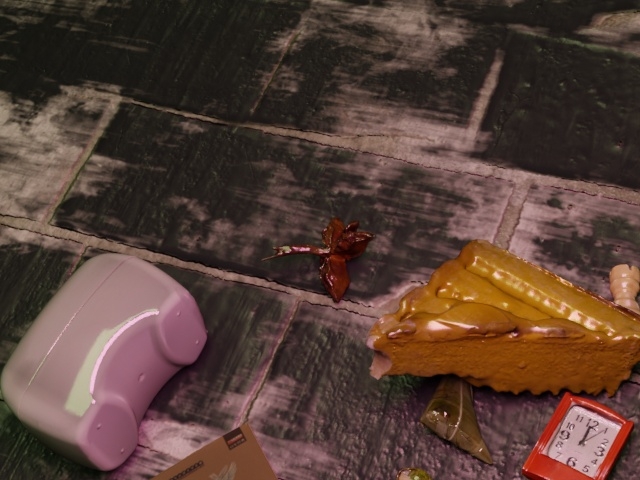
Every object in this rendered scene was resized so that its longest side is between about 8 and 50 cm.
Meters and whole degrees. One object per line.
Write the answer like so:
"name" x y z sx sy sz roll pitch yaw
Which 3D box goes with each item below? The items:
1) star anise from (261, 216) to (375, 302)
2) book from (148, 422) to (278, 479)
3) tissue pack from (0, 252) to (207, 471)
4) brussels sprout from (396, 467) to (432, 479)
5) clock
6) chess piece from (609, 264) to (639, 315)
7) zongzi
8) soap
"star anise" -0.003 0.009 1.888 0.140 0.144 0.158 -62 25 9
"book" -0.148 0.439 1.662 0.217 0.021 0.310 -31 42 -6
"tissue pack" -0.369 0.189 1.799 0.236 0.229 0.333 23 66 25
"brussels sprout" 0.130 0.378 1.651 0.083 0.046 0.051 -35 49 -8
"clock" 0.386 0.313 1.619 0.113 0.061 0.155 24 62 27
"chess piece" 0.487 0.099 1.732 0.066 0.066 0.122 2 53 17
"zongzi" 0.239 0.265 1.712 0.130 0.062 0.154 32 46 3
"soap" 0.287 0.173 1.628 0.339 0.169 0.304 28 48 29
